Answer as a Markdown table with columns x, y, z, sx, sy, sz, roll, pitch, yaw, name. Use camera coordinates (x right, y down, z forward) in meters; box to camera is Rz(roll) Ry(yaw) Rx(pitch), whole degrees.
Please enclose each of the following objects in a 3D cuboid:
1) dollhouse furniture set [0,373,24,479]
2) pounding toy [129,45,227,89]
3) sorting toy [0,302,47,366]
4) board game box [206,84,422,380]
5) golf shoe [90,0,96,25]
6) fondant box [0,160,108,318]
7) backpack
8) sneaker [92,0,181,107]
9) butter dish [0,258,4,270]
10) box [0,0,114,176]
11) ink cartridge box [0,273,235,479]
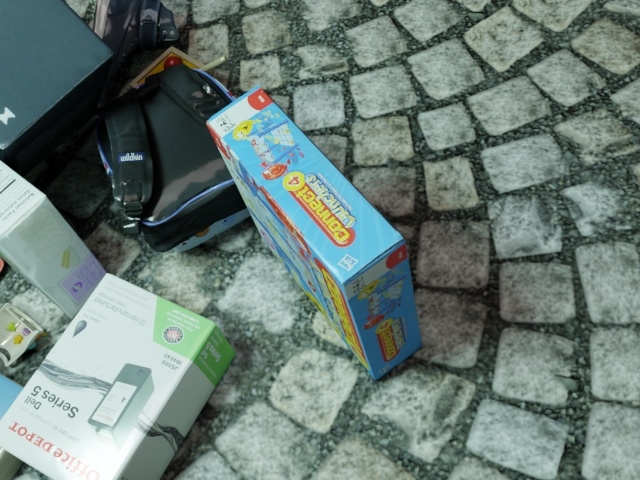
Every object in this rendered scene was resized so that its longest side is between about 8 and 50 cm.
| x | y | z | sx | sy | sz | roll | pitch | yaw | name |
| --- | --- | --- | --- | --- | --- | --- | --- | --- | --- |
| -0.544 | 0.224 | 0.947 | 0.198 | 0.303 | 0.286 | 21 | 65 | 23 | dollhouse furniture set |
| -0.245 | -0.279 | 1.310 | 0.141 | 0.100 | 0.130 | 33 | 71 | 26 | pounding toy |
| -0.473 | 0.153 | 1.132 | 0.083 | 0.045 | 0.075 | 33 | 77 | 26 | sorting toy |
| 0.000 | 0.000 | 0.973 | 0.086 | 0.308 | 0.302 | -35 | 58 | -9 | board game box |
| -0.415 | -0.445 | 1.477 | 0.086 | 0.069 | 0.176 | -13 | 62 | -17 | golf shoe |
| -0.501 | -0.047 | 1.139 | 0.330 | 0.238 | 0.096 | 34 | 69 | 26 | fondant box |
| -0.213 | -0.134 | 1.155 | 0.276 | 0.213 | 0.263 | -28 | 66 | -13 | backpack |
| -0.349 | -0.351 | 1.382 | 0.163 | 0.086 | 0.226 | 9 | 89 | -15 | sneaker |
| -0.628 | 0.052 | 1.175 | 0.160 | 0.118 | 0.160 | 19 | 64 | 21 | butter dish |
| -0.515 | -0.278 | 1.136 | 0.293 | 0.395 | 0.212 | 47 | 73 | -13 | box |
| -0.278 | 0.212 | 1.012 | 0.198 | 0.115 | 0.273 | 21 | 65 | 21 | ink cartridge box |
